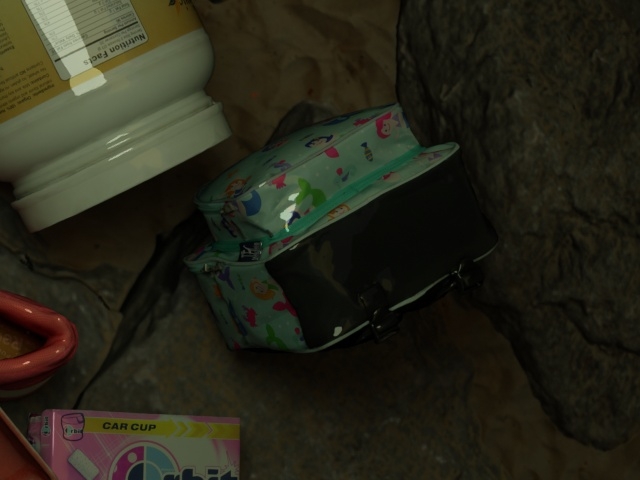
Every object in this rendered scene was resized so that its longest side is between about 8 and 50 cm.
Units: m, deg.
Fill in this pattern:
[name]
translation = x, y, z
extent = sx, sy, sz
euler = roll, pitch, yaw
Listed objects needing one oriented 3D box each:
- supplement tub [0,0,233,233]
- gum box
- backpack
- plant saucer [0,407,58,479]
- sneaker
[supplement tub]
translation = -0.226, -0.187, 1.647
extent = 0.228, 0.228, 0.316
euler = -29, 97, -29
[gum box]
translation = -0.166, 0.204, 1.714
extent = 0.188, 0.062, 0.107
euler = 5, 80, -28
[backpack]
translation = 0.000, 0.000, 1.729
extent = 0.225, 0.253, 0.191
euler = -31, 93, -25
[plant saucer]
translation = -0.379, 0.157, 1.547
extent = 0.258, 0.048, 0.259
euler = -34, 106, 8
[sneaker]
translation = -0.341, 0.060, 1.600
extent = 0.314, 0.136, 0.116
euler = 8, 78, -27
